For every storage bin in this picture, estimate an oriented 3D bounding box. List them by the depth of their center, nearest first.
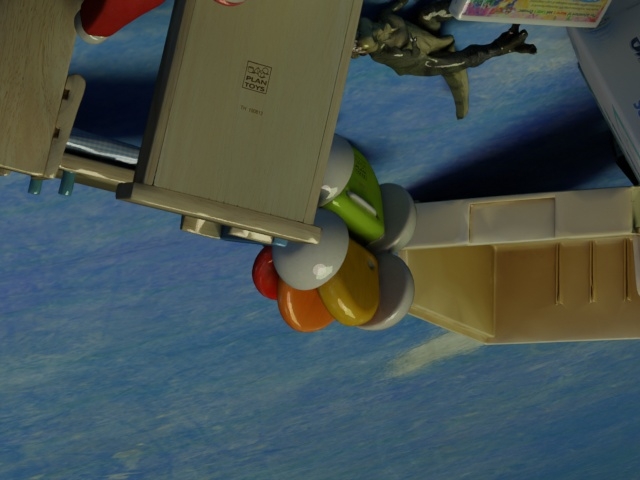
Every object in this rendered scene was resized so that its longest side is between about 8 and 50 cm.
[{"bbox_3d":[0.248,0.028,1.596,0.262,0.123,0.260,-4,167,28],"label":"storage bin"}]

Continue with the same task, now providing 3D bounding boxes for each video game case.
[{"bbox_3d":[0.189,-0.230,1.178,0.157,0.019,0.143,-3,133,-37],"label":"video game case"}]

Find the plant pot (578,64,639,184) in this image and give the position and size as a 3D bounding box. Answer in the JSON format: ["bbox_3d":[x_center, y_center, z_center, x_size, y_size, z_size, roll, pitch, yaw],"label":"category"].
[{"bbox_3d":[0.403,-0.134,1.431,0.234,0.165,0.165,-31,149,18],"label":"plant pot"}]

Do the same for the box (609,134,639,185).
[{"bbox_3d":[0.435,-0.088,1.626,0.190,0.045,0.184,-27,128,23],"label":"box"}]

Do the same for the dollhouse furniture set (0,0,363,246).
[{"bbox_3d":[-0.138,-0.121,1.135,0.286,0.198,0.303,14,176,-21],"label":"dollhouse furniture set"}]

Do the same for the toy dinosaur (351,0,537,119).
[{"bbox_3d":[0.105,-0.165,1.259,0.118,0.064,0.268,-27,159,23],"label":"toy dinosaur"}]

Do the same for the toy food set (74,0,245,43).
[{"bbox_3d":[-0.120,-0.190,0.944,0.232,0.111,0.104,-4,164,-37],"label":"toy food set"}]

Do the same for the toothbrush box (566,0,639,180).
[{"bbox_3d":[0.380,-0.162,1.272,0.295,0.216,0.126,-24,142,9],"label":"toothbrush box"}]

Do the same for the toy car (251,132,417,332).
[{"bbox_3d":[0.000,0.000,1.396,0.136,0.182,0.159,-17,146,33],"label":"toy car"}]
